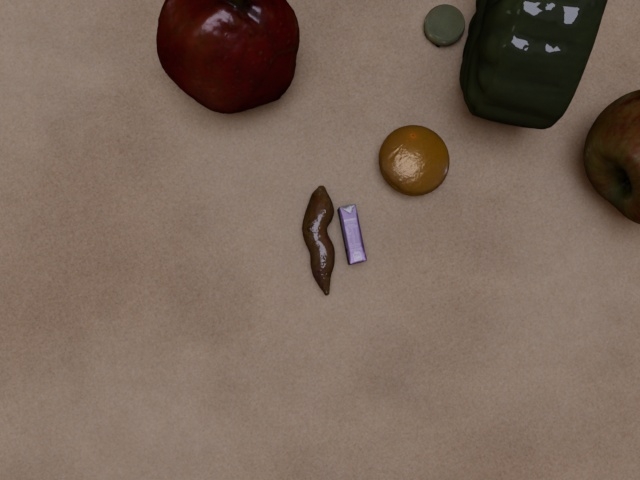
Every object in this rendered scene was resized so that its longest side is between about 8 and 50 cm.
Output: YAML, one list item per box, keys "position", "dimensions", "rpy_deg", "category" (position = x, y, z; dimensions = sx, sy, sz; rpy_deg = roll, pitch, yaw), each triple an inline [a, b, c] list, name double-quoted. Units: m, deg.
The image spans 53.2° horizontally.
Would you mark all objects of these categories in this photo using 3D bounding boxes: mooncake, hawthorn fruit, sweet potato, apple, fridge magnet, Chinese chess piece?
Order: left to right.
- position: [-0.166, -0.373, 1.154]
  dimensions: [0.265, 0.307, 0.265]
  rpy_deg: [1, 86, -9]
  category: "hawthorn fruit"
- position: [-0.004, 0.000, 1.258]
  dimensions: [0.065, 0.051, 0.218]
  rpy_deg: [-1, 86, -4]
  category: "sweet potato"
- position: [0.185, -0.158, 1.270]
  dimensions: [0.143, 0.063, 0.143]
  rpy_deg: [0, 86, -4]
  category: "fridge magnet"
- position: [0.253, -0.439, 1.306]
  dimensions: [0.084, 0.034, 0.084]
  rpy_deg: [0, 84, -3]
  category: "Chinese chess piece"
- position: [0.371, -0.379, 1.164]
  dimensions: [0.187, 0.351, 0.351]
  rpy_deg: [9, 86, 0]
  category: "mooncake"
- position: [0.640, -0.163, 1.193]
  dimensions: [0.264, 0.264, 0.264]
  rpy_deg: [0, 86, -2]
  category: "apple"

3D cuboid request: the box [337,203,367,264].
- position: [0.062, -0.011, 1.262]
  dimensions: [0.036, 0.050, 0.117]
  rpy_deg: [-11, 88, -4]
  category: "box"
